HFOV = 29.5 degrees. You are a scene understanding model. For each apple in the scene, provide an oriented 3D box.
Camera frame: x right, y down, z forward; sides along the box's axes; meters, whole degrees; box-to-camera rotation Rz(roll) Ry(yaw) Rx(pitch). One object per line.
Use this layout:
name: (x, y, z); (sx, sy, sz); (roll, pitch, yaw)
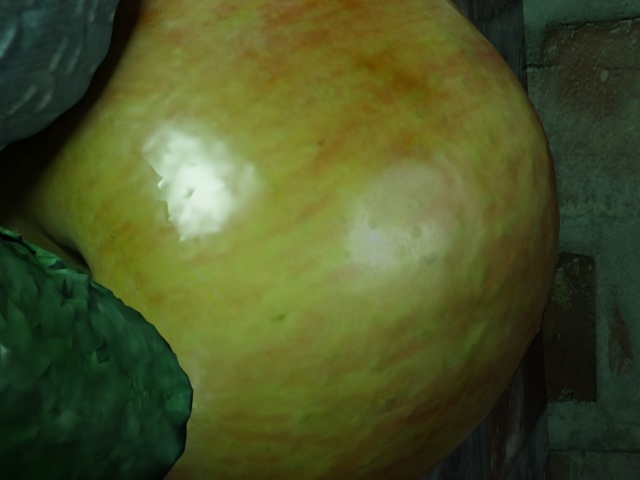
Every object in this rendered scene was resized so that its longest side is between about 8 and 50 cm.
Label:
apple: (-0.055, 0.005, 0.774); (0.346, 0.391, 0.391); (-25, 113, -57)

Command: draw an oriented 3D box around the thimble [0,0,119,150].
thimble: (-0.217, -0.166, 0.588); (0.250, 0.205, 0.172); (66, 15, 20)

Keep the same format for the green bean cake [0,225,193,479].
green bean cake: (-0.244, 0.095, 0.434); (0.308, 0.300, 0.169); (-60, 146, -9)
